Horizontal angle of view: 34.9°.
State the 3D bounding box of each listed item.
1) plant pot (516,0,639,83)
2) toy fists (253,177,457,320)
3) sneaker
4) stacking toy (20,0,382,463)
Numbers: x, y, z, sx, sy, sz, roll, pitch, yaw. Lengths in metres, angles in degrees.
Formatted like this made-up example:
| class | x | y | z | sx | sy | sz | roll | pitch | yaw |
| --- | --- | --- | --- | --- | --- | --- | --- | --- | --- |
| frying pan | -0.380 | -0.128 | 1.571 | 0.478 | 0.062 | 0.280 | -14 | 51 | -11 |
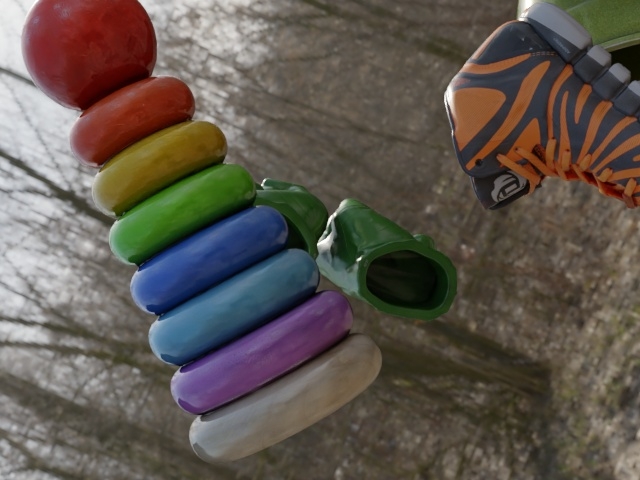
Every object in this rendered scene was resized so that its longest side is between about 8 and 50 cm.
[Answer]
| class | x | y | z | sx | sy | sz | roll | pitch | yaw |
| --- | --- | --- | --- | --- | --- | --- | --- | --- | --- |
| plant pot | 0.401 | -0.322 | 1.281 | 0.366 | 0.367 | 0.353 | 108 | 161 | -70 |
| toy fists | 0.000 | 0.000 | 1.011 | 0.142 | 0.279 | 0.096 | -154 | 80 | -71 |
| sneaker | 0.242 | -0.066 | 0.948 | 0.180 | 0.321 | 0.124 | -41 | -30 | -1 |
| stacking toy | -0.091 | -0.026 | 0.683 | 0.141 | 0.330 | 0.141 | -28 | -1 | 0 |
